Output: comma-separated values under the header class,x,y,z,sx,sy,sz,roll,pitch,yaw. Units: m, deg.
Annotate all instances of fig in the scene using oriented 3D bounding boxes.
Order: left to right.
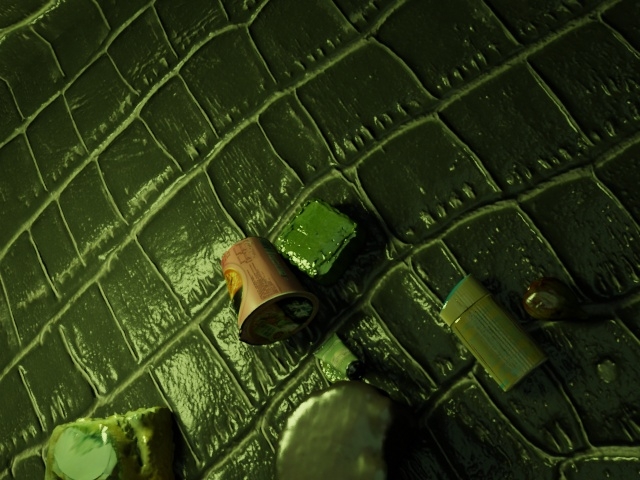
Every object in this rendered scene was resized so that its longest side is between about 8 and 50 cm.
class,x,y,z,sx,sy,sz,roll,pitch,yaw
fig,0.576,0.156,1.561,0.154,0.103,0.109,33,124,16

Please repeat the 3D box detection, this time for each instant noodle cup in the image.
class,x,y,z,sx,sy,sz,roll,pitch,yaw
instant noodle cup,-0.163,0.132,1.810,0.244,0.244,0.255,-37,55,7

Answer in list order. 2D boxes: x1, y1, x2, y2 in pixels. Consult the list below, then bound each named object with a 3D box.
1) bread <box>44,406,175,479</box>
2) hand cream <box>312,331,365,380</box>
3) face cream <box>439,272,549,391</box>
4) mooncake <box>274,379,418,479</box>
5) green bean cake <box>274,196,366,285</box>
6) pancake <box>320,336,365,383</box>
class,x,y,z,sx,sy,sz,roll,pitch,yaw
bread,-0.633,0.611,1.815,0.395,0.264,0.239,-12,74,17
hand cream,0.050,0.308,1.687,0.086,0.055,0.235,-45,24,-8
face cream,0.424,0.227,1.614,0.139,0.067,0.285,-41,64,5
mooncake,0.063,0.538,1.579,0.350,0.212,0.381,21,78,25
green bean cake,0.000,0.000,1.829,0.200,0.113,0.214,35,87,26
pancake,0.062,0.334,1.751,0.129,0.022,0.116,-28,65,11
